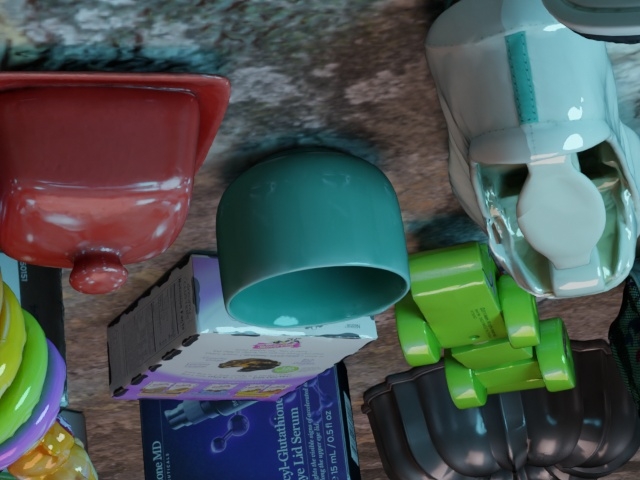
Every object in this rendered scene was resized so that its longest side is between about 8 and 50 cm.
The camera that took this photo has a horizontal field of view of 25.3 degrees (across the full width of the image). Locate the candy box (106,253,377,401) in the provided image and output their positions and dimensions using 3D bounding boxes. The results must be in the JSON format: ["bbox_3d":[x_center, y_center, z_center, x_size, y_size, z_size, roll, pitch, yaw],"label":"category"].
[{"bbox_3d":[-0.072,0.080,1.224,0.165,0.070,0.196,5,157,-29],"label":"candy box"}]

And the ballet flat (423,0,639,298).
[{"bbox_3d":[0.149,-0.031,0.925,0.139,0.139,0.400,-12,159,12],"label":"ballet flat"}]

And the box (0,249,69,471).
[{"bbox_3d":[-0.346,0.122,1.149,0.191,0.143,0.381,2,159,-25],"label":"box"}]

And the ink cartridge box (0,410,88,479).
[{"bbox_3d":[-0.372,0.240,1.516,0.208,0.086,0.153,-20,156,29],"label":"ink cartridge box"}]

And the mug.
[{"bbox_3d":[-0.008,-0.001,0.995,0.130,0.097,0.157,-6,160,-7],"label":"mug"}]

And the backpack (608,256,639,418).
[{"bbox_3d":[0.386,0.112,1.220,0.225,0.253,0.191,-3,139,-10],"label":"backpack"}]

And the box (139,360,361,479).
[{"bbox_3d":[-0.070,0.203,1.434,0.207,0.153,0.108,-10,159,5],"label":"box"}]

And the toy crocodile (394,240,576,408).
[{"bbox_3d":[0.145,0.070,1.256,0.115,0.105,0.340,-14,154,17],"label":"toy crocodile"}]

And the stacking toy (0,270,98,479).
[{"bbox_3d":[-0.226,0.089,0.904,0.175,0.165,0.302,20,157,41],"label":"stacking toy"}]

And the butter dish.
[{"bbox_3d":[-0.137,-0.025,0.856,0.160,0.118,0.160,-2,159,-16],"label":"butter dish"}]

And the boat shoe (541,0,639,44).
[{"bbox_3d":[0.256,-0.149,0.676,0.303,0.114,0.091,-14,153,17],"label":"boat shoe"}]

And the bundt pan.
[{"bbox_3d":[0.215,0.221,1.626,0.331,0.124,0.331,-6,160,-2],"label":"bundt pan"}]
